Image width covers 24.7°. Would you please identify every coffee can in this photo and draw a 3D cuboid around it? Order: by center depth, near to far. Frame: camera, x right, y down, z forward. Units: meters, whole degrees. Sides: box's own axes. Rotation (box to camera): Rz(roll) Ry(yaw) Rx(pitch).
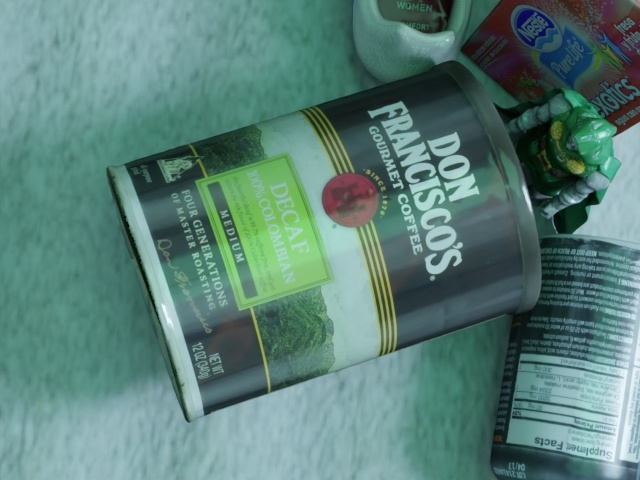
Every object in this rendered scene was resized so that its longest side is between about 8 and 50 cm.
[{"bbox_3d":[0.000,0.000,1.100,0.275,0.201,0.201,-18,86,-9],"label":"coffee can"}]

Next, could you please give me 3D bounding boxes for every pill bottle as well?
[{"bbox_3d":[0.206,0.126,1.148,0.131,0.130,0.245,12,82,-6],"label":"pill bottle"}]

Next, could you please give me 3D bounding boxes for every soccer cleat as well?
[{"bbox_3d":[0.088,-0.287,1.176,0.116,0.143,0.331,3,82,-7],"label":"soccer cleat"}]

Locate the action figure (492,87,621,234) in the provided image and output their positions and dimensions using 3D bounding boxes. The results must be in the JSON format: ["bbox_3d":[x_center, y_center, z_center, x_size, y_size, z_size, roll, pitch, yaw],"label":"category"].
[{"bbox_3d":[0.177,-0.064,1.115,0.063,0.232,0.137,-30,87,-9],"label":"action figure"}]

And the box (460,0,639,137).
[{"bbox_3d":[0.235,-0.188,1.103,0.142,0.300,0.154,41,81,-1],"label":"box"}]
